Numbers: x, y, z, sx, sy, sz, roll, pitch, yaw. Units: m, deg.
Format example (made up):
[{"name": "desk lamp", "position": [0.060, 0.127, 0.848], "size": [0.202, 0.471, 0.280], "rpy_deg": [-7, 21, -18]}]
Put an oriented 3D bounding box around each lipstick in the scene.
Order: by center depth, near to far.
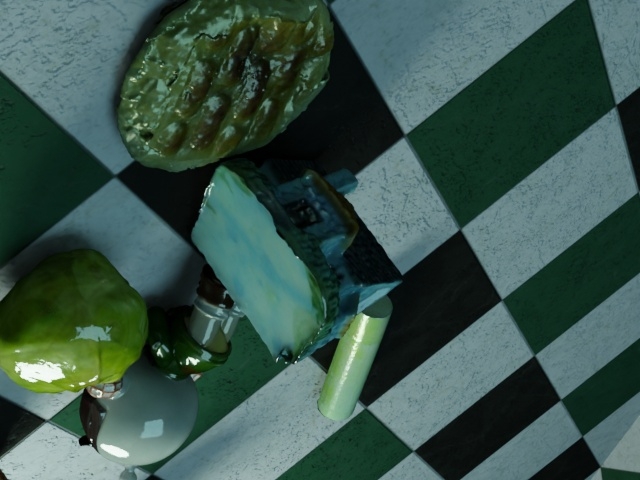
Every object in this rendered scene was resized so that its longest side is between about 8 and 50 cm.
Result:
[{"name": "lipstick", "position": [0.060, 0.216, 2.198], "size": [0.076, 0.076, 0.304], "rpy_deg": [-16, 143, -31]}]

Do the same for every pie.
[{"name": "pie", "position": [-0.112, -0.204, 1.496], "size": [0.306, 0.071, 0.306], "rpy_deg": [-26, 146, -20]}]

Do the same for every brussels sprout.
[{"name": "brussels sprout", "position": [-0.332, 0.117, 1.598], "size": [0.223, 0.161, 0.223], "rpy_deg": [-22, 138, -22]}]

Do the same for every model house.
[{"name": "model house", "position": [0.000, 0.000, 1.651], "size": [0.241, 0.261, 0.226], "rpy_deg": [-24, 160, -32]}]

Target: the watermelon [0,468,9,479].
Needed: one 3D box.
[{"name": "watermelon", "position": [-0.579, 0.375, 1.752], "size": [0.318, 0.148, 0.226], "rpy_deg": [1, 115, -28]}]

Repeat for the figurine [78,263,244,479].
[{"name": "figurine", "position": [-0.231, 0.197, 1.807], "size": [0.370, 0.167, 0.281], "rpy_deg": [-54, 159, 15]}]
